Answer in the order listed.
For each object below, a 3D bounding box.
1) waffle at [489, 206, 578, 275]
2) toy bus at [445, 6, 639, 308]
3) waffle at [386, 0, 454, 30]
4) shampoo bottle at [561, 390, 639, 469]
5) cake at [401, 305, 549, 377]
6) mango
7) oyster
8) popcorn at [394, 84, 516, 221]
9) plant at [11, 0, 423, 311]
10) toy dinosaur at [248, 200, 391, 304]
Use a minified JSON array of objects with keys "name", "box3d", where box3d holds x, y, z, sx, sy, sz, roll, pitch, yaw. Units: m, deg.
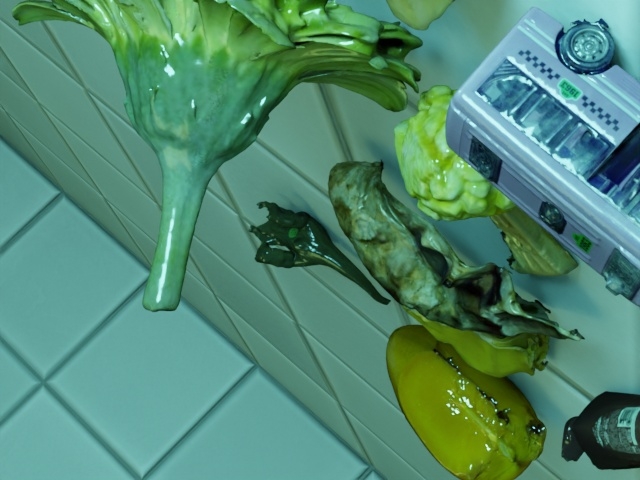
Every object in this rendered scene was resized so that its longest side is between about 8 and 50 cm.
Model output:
[{"name":"waffle","box3d":[0.154,-0.027,1.172,0.153,0.023,0.097,47,167,-17]},{"name":"toy bus","box3d":[0.177,-0.045,0.833,0.199,0.108,0.096,42,168,15]},{"name":"waffle","box3d":[-0.060,-0.310,0.833,0.348,0.077,0.304,35,163,40]},{"name":"shampoo bottle","box3d":[0.292,0.188,1.308,0.067,0.068,0.236,43,169,-2]},{"name":"cake","box3d":[0.155,0.079,1.394,0.185,0.079,0.116,48,171,7]},{"name":"mango","box3d":[0.160,0.191,1.626,0.154,0.126,0.252,29,-168,-47]},{"name":"oyster","box3d":[0.120,0.029,1.282,0.294,0.094,0.166,36,168,48]},{"name":"popcorn","box3d":[0.112,-0.068,1.013,0.120,0.116,0.106,-12,-95,-58]},{"name":"plant","box3d":[-0.067,-0.125,1.029,0.305,0.261,0.297,6,116,34]},{"name":"toy dinosaur","box3d":[0.000,0.000,1.787,0.178,0.087,0.187,12,-161,-22]}]
